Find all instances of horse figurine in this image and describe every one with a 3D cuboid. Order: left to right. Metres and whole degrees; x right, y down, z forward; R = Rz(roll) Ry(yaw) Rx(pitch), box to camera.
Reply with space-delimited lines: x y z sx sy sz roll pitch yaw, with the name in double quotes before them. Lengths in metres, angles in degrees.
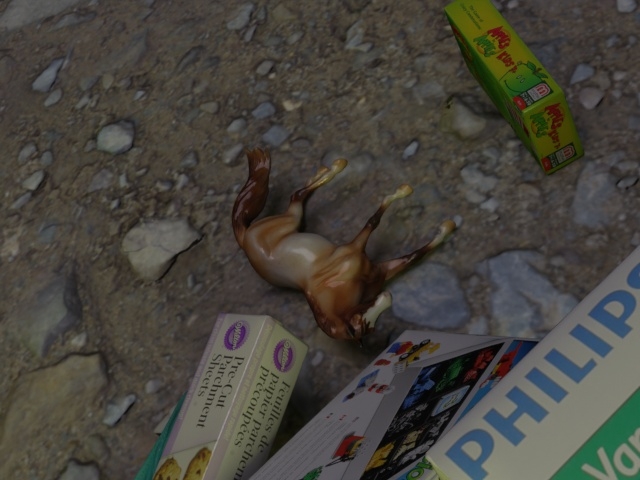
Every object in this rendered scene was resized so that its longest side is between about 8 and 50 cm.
"horse figurine" 0.000 0.000 1.230 0.263 0.066 0.174 27 64 37

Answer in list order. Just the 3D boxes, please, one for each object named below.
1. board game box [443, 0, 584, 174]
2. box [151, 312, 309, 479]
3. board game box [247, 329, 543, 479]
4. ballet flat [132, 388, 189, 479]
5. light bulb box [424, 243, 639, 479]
"board game box" 0.186 -0.156 1.236 0.043 0.092 0.181 -29 47 2
"box" -0.102 0.216 1.046 0.067 0.063 0.324 2 62 43
"board game box" 0.040 0.181 0.976 0.305 0.053 0.193 -40 21 -28
"ballet flat" -0.128 0.200 1.132 0.087 0.083 0.247 2 53 45
"light bulb box" 0.305 0.151 0.751 0.358 0.361 0.225 -43 47 -8
